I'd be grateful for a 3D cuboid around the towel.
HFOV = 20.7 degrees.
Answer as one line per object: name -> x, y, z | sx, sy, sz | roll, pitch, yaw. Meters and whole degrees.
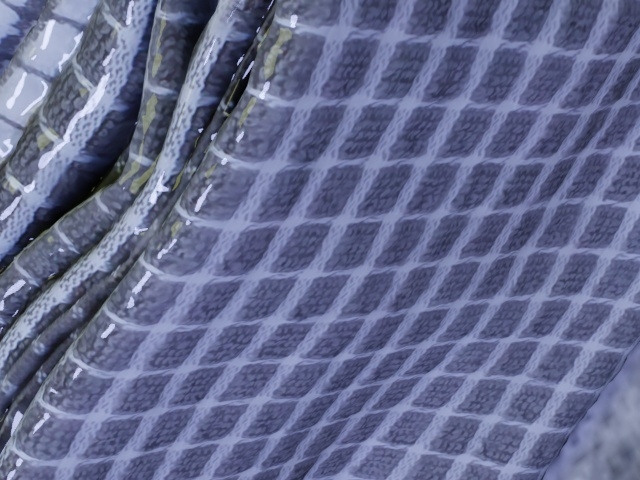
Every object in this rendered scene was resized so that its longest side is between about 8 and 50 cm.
towel -> 0.000, 0.000, 0.506 | 0.121, 0.235, 0.283 | 49, 123, 31
